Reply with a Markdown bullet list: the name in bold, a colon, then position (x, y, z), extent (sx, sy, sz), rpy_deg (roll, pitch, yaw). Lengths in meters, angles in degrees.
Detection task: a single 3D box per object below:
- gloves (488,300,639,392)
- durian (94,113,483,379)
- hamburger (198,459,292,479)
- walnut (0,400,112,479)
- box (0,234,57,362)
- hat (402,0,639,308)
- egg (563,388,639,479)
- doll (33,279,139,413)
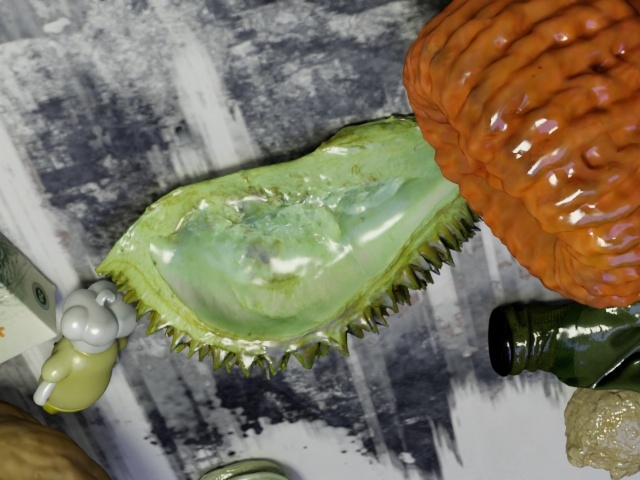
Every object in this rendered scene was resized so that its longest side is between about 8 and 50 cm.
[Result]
- **gloves**: position (0.303, 0.101, 1.708), extent (0.268, 0.107, 0.135), rpy_deg (6, 128, 5)
- **durian**: position (0.000, -0.001, 1.561), extent (0.394, 0.163, 0.198), rpy_deg (-23, 97, 5)
- **hamburger**: position (-0.084, 0.274, 1.838), extent (0.121, 0.054, 0.084), rpy_deg (-15, 133, -1)
- **walnut**: position (-0.334, 0.311, 1.650), extent (0.306, 0.306, 0.344), rpy_deg (-14, 132, 2)
- **box**: position (-0.373, 0.028, 1.501), extent (0.164, 0.069, 0.256), rpy_deg (-26, 135, 14)
- **hat**: position (0.280, -0.153, 1.354), extent (0.400, 0.285, 0.285), rpy_deg (-39, 133, 1)
- **egg**: position (0.324, 0.189, 1.793), extent (0.140, 0.118, 0.116), rpy_deg (-13, 154, 14)
- **doll**: position (-0.222, 0.102, 1.612), extent (0.106, 0.062, 0.162), rpy_deg (-29, 156, -44)
